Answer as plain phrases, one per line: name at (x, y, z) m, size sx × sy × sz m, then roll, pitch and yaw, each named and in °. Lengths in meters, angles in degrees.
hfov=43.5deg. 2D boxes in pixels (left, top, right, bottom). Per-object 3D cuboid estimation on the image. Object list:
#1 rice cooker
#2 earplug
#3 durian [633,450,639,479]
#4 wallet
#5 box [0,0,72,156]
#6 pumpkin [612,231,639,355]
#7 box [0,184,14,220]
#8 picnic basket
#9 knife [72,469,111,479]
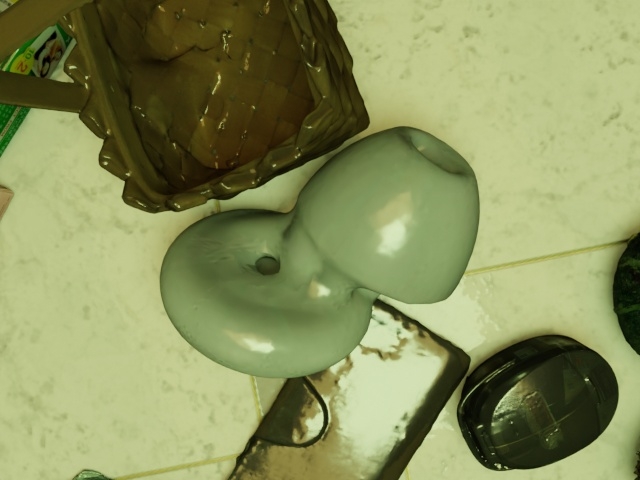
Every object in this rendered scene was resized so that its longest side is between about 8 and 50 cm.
rice cooker at (0.221, 0.165, 0.829) m, size 0.165 × 0.106 × 0.112 m, roll -25°, pitch 100°, yaw 4°
earplug at (0.003, 0.008, 0.790) m, size 0.325 × 0.175 × 0.214 m, roll -25°, pitch 48°, yaw -3°
durian at (0.420, 0.251, 0.802) m, size 0.196 × 0.167 × 0.196 m, roll 0°, pitch 92°, yaw -17°
wallet at (0.020, 0.215, 0.867) m, size 0.165 × 0.042 × 0.310 m, roll 32°, pitch 90°, yaw 0°
box at (-0.378, -0.217, 0.850) m, size 0.180 × 0.103 × 0.250 m, roll 34°, pitch 92°, yaw 2°
pumpkin at (0.392, 0.062, 0.807) m, size 0.190 × 0.146 × 0.190 m, roll 0°, pitch 90°, yaw 4°
box at (-0.407, -0.019, 0.877) m, size 0.089 × 0.043 × 0.125 m, roll 26°, pitch 90°, yaw 2°
picnic basket at (-0.122, -0.176, 0.709) m, size 0.254 × 0.321 × 0.291 m, roll -23°, pitch 83°, yaw 22°
knife at (-0.151, 0.323, 0.859) m, size 0.296 × 0.044 × 0.026 m, roll 26°, pitch 132°, yaw 9°
